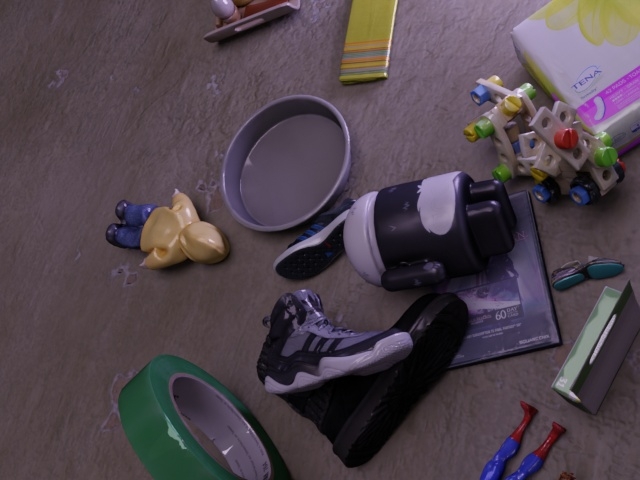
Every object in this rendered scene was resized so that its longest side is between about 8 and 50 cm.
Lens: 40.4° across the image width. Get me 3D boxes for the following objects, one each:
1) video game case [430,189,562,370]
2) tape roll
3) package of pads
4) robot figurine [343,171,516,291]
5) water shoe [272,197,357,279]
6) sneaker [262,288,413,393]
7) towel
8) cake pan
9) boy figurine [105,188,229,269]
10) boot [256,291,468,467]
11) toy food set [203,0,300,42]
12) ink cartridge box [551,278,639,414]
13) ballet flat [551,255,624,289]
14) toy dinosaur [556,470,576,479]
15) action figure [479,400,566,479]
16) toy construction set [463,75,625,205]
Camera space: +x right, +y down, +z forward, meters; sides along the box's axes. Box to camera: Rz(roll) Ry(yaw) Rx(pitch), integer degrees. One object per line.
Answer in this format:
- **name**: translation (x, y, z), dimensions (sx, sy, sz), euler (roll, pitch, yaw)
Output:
- **video game case**: translation (0.279, 0.065, 1.452), dimensions (0.196, 0.026, 0.274), euler (-17, 63, 23)
- **tape roll**: translation (-0.185, 0.329, 1.420), dimensions (0.077, 0.321, 0.321), euler (-44, 55, 8)
- **package of pads**: translation (0.480, -0.300, 1.446), dimensions (0.229, 0.101, 0.296), euler (-34, 56, 12)
- **robot figurine**: translation (0.175, -0.014, 1.428), dimensions (0.278, 0.209, 0.173), euler (-12, 86, 24)
- **water shoe**: translation (0.000, 0.000, 1.623), dimensions (0.203, 0.073, 0.080), euler (-32, 31, 15)
- **sneaker**: translation (0.011, 0.141, 1.341), dimensions (0.269, 0.101, 0.153), euler (-22, 72, 33)
- **towel**: translation (0.103, -0.425, 1.763), dimensions (0.102, 0.021, 0.237), euler (1, 69, 24)
- **cake pan**: translation (-0.064, -0.146, 1.717), dimensions (0.293, 0.054, 0.293), euler (-12, 64, 25)
- **boy figurine**: translation (-0.305, -0.020, 1.779), dimensions (0.285, 0.092, 0.177), euler (9, 74, 31)
- **boot**: translation (0.056, 0.171, 1.449), dimensions (0.260, 0.131, 0.348), euler (43, 102, 35)
- **toy food set**: translation (-0.168, -0.602, 1.945), dimensions (0.220, 0.092, 0.306), euler (-16, 63, 24)
- **ink cartridge box**: translation (0.387, 0.147, 1.226), dimensions (0.056, 0.235, 0.171), euler (27, 85, 32)
- **ballet flat**: translation (0.419, 0.044, 1.374), dimensions (0.114, 0.041, 0.041), euler (-19, 62, 21)
- **toy dinosaur**: translation (0.312, 0.491, 1.186), dimensions (0.218, 0.164, 0.321), euler (-3, 89, 46)
- **action figure**: translation (0.242, 0.368, 1.281), dimensions (0.091, 0.139, 0.280), euler (32, 90, 36)
- **toy construction set**: translation (0.351, -0.157, 1.363), dimensions (0.151, 0.215, 0.327), euler (-33, 15, 0)
